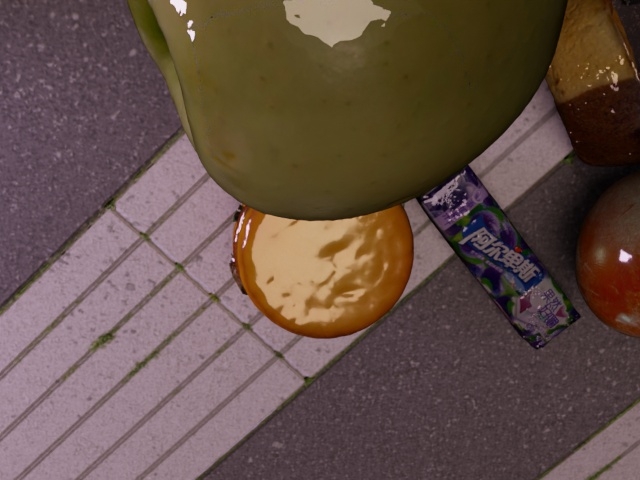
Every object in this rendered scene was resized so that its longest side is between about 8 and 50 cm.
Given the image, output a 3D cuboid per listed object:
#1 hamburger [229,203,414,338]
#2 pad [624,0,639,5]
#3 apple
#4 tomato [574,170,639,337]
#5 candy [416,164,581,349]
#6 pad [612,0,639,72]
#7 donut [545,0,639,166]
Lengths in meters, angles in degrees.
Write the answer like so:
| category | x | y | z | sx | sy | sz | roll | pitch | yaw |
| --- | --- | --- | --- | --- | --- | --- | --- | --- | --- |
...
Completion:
| category | x | y | z | sx | sy | sz | roll | pitch | yaw |
| --- | --- | --- | --- | --- | --- | --- | --- | --- | --- |
| hamburger | 0.000 | 0.002 | 1.040 | 0.246 | 0.170 | 0.245 | -2 | 100 | -12 |
| pad | 0.456 | -0.429 | 0.992 | 0.174 | 0.022 | 0.232 | -14 | 112 | -1 |
| apple | 0.022 | -0.256 | 0.804 | 0.474 | 0.473 | 0.473 | -1 | 110 | -4 |
| tomato | 0.471 | 0.008 | 1.030 | 0.270 | 0.270 | 0.222 | -9 | 95 | -1 |
| candy | 0.251 | 0.023 | 1.125 | 0.088 | 0.061 | 0.312 | -38 | 109 | 7 |
| pad | 0.500 | -0.373 | 1.029 | 0.220 | 0.004 | 0.330 | 10 | 109 | -8 |
| donut | 0.351 | -0.191 | 1.012 | 0.112 | 0.151 | 0.295 | -21 | 111 | 24 |
